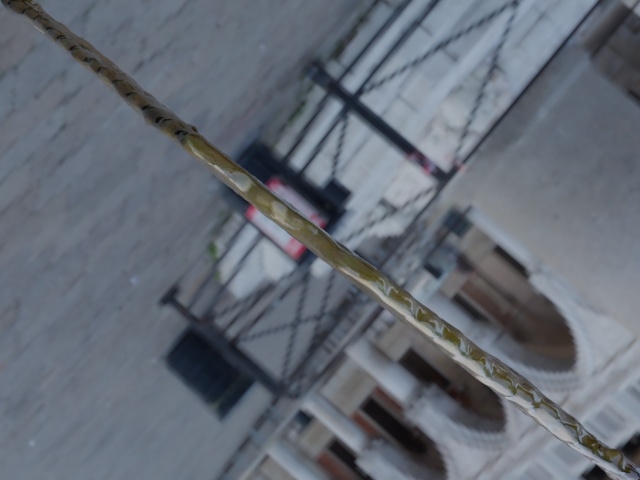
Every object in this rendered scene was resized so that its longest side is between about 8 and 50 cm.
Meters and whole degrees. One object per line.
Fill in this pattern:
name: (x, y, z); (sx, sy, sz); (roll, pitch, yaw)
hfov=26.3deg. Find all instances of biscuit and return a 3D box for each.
biscuit: (0.000, 0.000, 0.508); (0.013, 0.237, 0.232); (-53, -142, 1)
